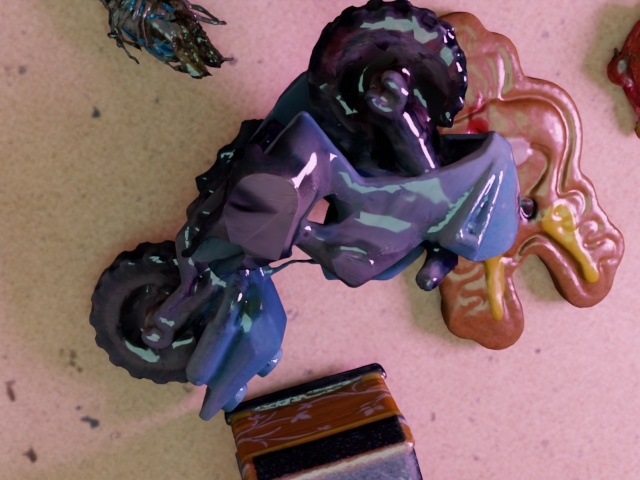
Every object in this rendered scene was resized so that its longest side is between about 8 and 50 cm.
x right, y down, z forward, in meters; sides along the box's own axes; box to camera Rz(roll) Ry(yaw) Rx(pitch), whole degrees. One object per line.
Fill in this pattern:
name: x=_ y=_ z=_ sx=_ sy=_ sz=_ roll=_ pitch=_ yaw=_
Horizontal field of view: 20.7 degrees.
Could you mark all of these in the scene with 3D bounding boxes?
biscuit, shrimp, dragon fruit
biscuit: x=0.148 y=-0.053 z=1.522 sx=0.186 sy=0.044 sz=0.295 roll=-28 pitch=106 yaw=-2
shrimp: x=-0.145 y=-0.200 z=1.447 sx=0.174 sy=0.076 sz=0.082 roll=49 pitch=53 yaw=-11
dragon fruit: x=0.312 y=-0.153 z=1.505 sx=0.126 sy=0.068 sz=0.112 roll=-35 pitch=105 yaw=1

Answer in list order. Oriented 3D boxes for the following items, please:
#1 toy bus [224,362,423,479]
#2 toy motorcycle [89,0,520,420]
toy bus: x=0.035 y=0.294 z=1.513 sx=0.162 sy=0.194 sz=0.323 roll=-16 pitch=105 yaw=-4
toy motorcycle: x=0.000 y=0.000 z=1.439 sx=0.232 sy=0.172 sz=0.416 roll=39 pitch=111 yaw=-13
